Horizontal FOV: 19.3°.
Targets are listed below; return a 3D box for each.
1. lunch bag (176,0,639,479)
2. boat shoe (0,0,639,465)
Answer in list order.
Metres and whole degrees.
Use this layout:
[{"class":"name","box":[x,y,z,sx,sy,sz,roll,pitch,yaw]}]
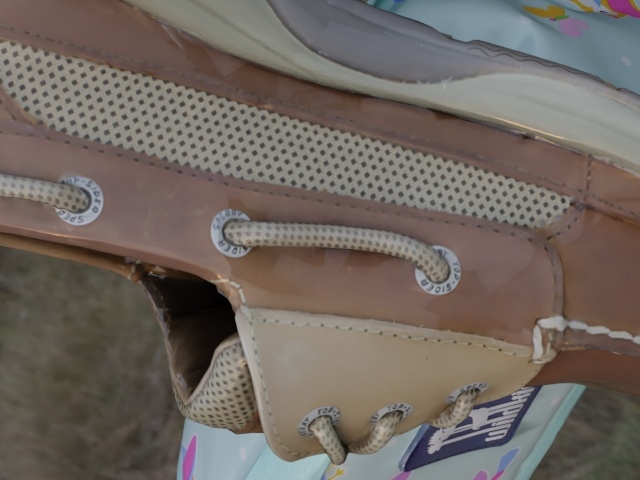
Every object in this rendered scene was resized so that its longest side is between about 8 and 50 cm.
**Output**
[{"class":"lunch bag","box":[0.043,0.009,0.753,0.223,0.160,0.262,-61,-1,34]},{"class":"boat shoe","box":[0.000,0.000,0.493,0.123,0.324,0.116,165,127,-75]}]
